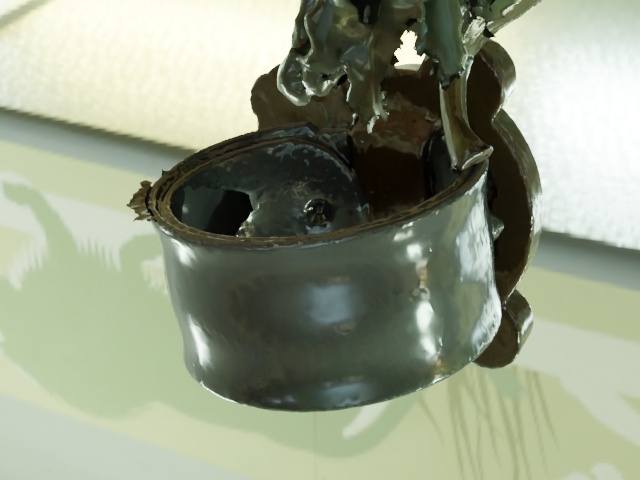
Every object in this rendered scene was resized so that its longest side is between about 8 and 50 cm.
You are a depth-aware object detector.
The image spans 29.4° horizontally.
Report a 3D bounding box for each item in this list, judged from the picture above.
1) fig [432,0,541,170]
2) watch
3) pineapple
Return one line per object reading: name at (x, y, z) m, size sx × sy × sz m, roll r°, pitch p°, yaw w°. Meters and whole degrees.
fig at (0.106, -0.209, 0.867) m, size 0.216 × 0.321 × 0.217 m, roll 9°, pitch 173°, yaw 1°
watch at (0.000, 0.000, 1.062) m, size 0.335 × 0.314 × 0.327 m, roll 13°, pitch -149°, yaw 38°
pineapple at (0.036, -0.211, 0.385) m, size 0.175 × 0.361 × 0.175 m, roll 9°, pitch -152°, yaw -5°
